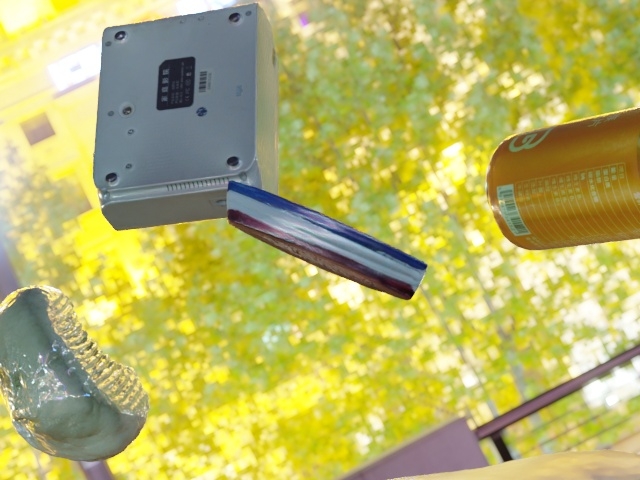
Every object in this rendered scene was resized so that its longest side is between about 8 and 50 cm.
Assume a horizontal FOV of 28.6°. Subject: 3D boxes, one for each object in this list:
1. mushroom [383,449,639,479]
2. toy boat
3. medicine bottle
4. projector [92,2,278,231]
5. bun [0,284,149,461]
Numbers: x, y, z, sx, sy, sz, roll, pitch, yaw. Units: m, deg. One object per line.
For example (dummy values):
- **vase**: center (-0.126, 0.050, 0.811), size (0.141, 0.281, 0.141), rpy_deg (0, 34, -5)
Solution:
- **mushroom**: center (0.084, 0.186, 0.302), size (0.315, 0.315, 0.356), rpy_deg (-27, -9, 0)
- **toy boat**: center (0.000, 0.000, 1.304), size (0.080, 0.228, 0.046), rpy_deg (100, -166, -70)
- **medicine bottle**: center (0.219, -0.047, 0.917), size (0.096, 0.096, 0.192), rpy_deg (-23, 8, -37)
- **projector**: center (-0.156, -0.146, 1.464), size (0.198, 0.251, 0.108), rpy_deg (-6, -25, 12)
- **bun**: center (-0.292, 0.158, 1.393), size (0.126, 0.212, 0.204), rpy_deg (-37, -17, 4)
